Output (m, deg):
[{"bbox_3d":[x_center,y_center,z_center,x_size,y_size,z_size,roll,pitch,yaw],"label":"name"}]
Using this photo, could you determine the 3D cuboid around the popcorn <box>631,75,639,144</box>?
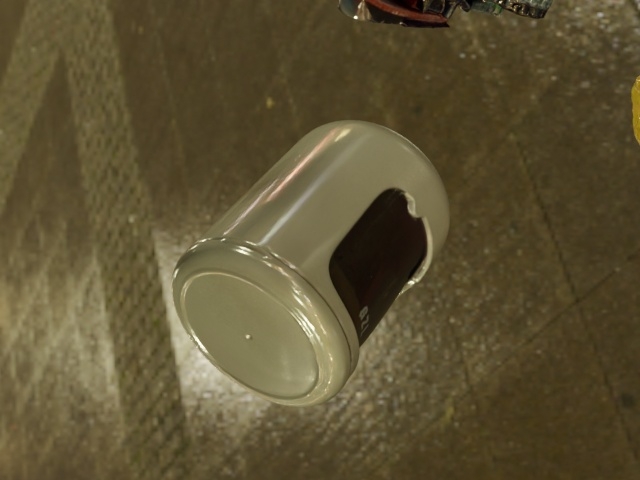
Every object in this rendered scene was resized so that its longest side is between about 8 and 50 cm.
[{"bbox_3d":[0.383,-0.110,0.986,0.250,0.190,0.250,0,89,21],"label":"popcorn"}]

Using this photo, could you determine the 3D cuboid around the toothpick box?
[{"bbox_3d":[0.000,0.000,1.258,0.229,0.316,0.229,23,139,21],"label":"toothpick box"}]

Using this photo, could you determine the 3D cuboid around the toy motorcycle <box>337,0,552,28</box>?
[{"bbox_3d":[0.056,-0.194,0.785,0.082,0.213,0.122,-59,41,30],"label":"toy motorcycle"}]
